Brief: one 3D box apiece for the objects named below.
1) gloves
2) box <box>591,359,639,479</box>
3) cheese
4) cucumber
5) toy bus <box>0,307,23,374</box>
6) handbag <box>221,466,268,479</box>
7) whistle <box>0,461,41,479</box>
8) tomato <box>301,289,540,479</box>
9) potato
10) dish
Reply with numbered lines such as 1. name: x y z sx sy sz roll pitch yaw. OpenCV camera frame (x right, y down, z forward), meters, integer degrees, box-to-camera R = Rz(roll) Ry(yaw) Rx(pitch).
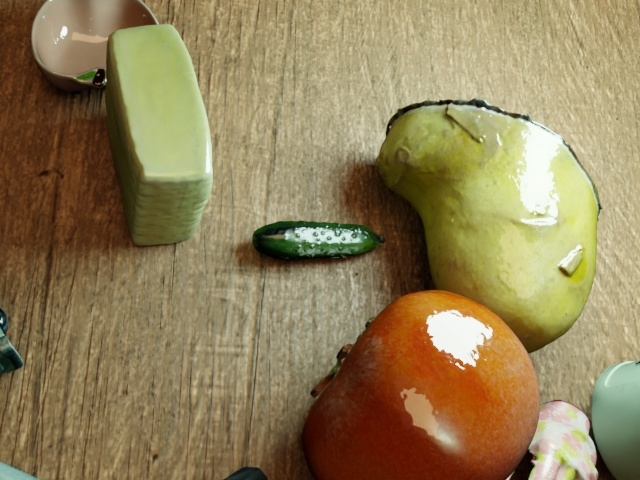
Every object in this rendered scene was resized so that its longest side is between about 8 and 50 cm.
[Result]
1. gloves: 0.349 0.360 1.229 0.145 0.126 0.241 57 37 -20
2. box: 0.573 0.293 1.283 0.226 0.149 0.226 13 64 -28
3. cheese: -0.243 -0.145 1.177 0.124 0.265 0.242 -14 75 -20
4. cucumber: 0.000 0.000 1.306 0.227 0.069 0.069 0 70 -20
5. toy bus: -0.525 0.085 1.088 0.147 0.128 0.256 -29 78 -22
6. handbag: -0.106 0.473 1.038 0.178 0.275 0.302 -35 87 9
7. whistle: -0.485 0.300 1.054 0.312 0.062 0.062 27 65 -5
8. tomato: 0.133 0.241 1.099 0.273 0.341 0.341 37 64 9
9. potato: 0.245 -0.009 1.247 0.397 0.290 0.296 31 60 -7
10. dish: -0.362 -0.305 1.297 0.213 0.090 0.213 7 61 -12
